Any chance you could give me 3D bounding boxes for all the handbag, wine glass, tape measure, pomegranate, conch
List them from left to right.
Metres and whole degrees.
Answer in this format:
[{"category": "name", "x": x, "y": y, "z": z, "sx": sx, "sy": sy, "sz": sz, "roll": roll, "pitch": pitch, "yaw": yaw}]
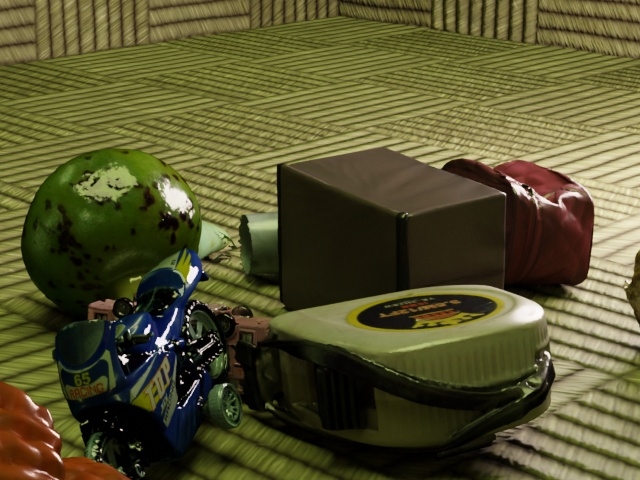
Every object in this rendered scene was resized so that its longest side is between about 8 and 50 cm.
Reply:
[{"category": "pomegranate", "x": -0.229, "y": 0.013, "z": 1.650, "sx": 0.211, "sy": 0.211, "sz": 0.263, "roll": -9, "pitch": 54, "yaw": -28}, {"category": "conch", "x": -0.188, "y": 0.001, "z": 1.865, "sx": 0.106, "sy": 0.079, "sz": 0.170, "roll": 18, "pitch": 8, "yaw": 30}, {"category": "wine glass", "x": 0.000, "y": 0.000, "z": 1.826, "sx": 0.202, "sy": 0.093, "sz": 0.093, "roll": -1, "pitch": 17, "yaw": -13}, {"category": "tape measure", "x": 0.078, "y": 0.131, "z": 1.356, "sx": 0.271, "sy": 0.133, "sz": 0.231, "roll": -7, "pitch": 11, "yaw": -18}, {"category": "handbag", "x": 0.236, "y": -0.024, "z": 1.822, "sx": 0.135, "sy": 0.146, "sz": 0.225, "roll": -1, "pitch": 16, "yaw": -23}]

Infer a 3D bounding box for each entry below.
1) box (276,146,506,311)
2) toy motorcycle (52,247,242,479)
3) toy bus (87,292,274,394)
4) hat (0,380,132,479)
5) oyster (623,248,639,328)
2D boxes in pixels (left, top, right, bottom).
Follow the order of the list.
[{"category": "box", "x": 0.078, "y": 0.012, "z": 1.633, "sx": 0.153, "sy": 0.188, "sz": 0.252, "roll": -10, "pitch": 18, "yaw": -29}, {"category": "toy motorcycle", "x": -0.156, "y": 0.113, "z": 1.297, "sx": 0.113, "sy": 0.169, "sz": 0.315, "roll": -16, "pitch": 20, "yaw": 21}, {"category": "toy bus", "x": -0.143, "y": 0.105, "z": 1.489, "sx": 0.203, "sy": 0.090, "sz": 0.063, "roll": 5, "pitch": 8, "yaw": 18}, {"category": "hat", "x": -0.178, "y": 0.199, "z": 0.928, "sx": 0.400, "sy": 0.285, "sz": 0.285, "roll": 1, "pitch": 14, "yaw": -36}, {"category": "oyster", "x": 0.440, "y": 0.075, "z": 1.616, "sx": 0.233, "sy": 0.107, "sz": 0.161, "roll": 13, "pitch": 6, "yaw": -23}]
